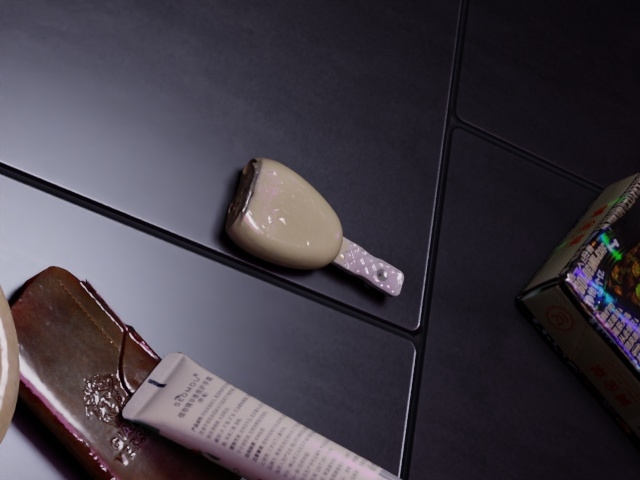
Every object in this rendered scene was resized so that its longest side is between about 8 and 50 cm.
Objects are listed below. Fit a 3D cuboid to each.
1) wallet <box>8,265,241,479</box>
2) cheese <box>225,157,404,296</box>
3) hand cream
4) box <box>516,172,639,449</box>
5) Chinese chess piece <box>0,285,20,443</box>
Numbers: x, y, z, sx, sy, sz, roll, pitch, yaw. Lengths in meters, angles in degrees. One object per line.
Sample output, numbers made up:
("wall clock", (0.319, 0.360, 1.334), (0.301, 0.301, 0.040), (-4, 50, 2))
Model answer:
("wallet", (-0.175, 0.139, 1.607), (0.255, 0.031, 0.137), (49, 49, -12))
("cheese", (0.000, 0.000, 1.779), (0.192, 0.037, 0.097), (30, 59, -21))
("hand cream", (-0.030, 0.183, 1.591), (0.276, 0.059, 0.095), (28, 43, 10))
("box", (0.366, 0.107, 1.966), (0.310, 0.084, 0.198), (50, 53, -9))
("Chinese chess piece", (-0.345, 0.084, 1.423), (0.257, 0.104, 0.257), (30, 49, -42))
